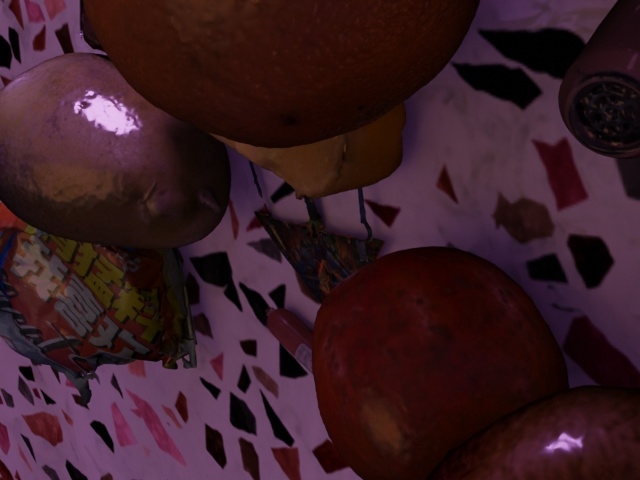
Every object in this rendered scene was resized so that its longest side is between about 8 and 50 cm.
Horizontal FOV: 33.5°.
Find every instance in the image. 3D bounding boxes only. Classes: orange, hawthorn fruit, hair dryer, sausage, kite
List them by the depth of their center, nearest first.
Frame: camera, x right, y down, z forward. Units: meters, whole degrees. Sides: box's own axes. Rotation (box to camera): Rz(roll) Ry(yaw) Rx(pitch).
[{"bbox_3d":[0.217,-0.055,0.564,0.182,0.117,0.064,40,140,0],"label":"hair dryer"},{"bbox_3d":[-0.029,-0.186,0.654,0.264,0.264,0.264,28,131,39],"label":"orange"},{"bbox_3d":[0.079,0.092,0.753,0.189,0.189,0.189,28,131,39],"label":"hawthorn fruit"},{"bbox_3d":[0.000,0.000,0.925,0.183,0.010,0.160,15,125,50],"label":"kite"},{"bbox_3d":[0.023,0.129,0.955,0.223,0.029,0.029,41,138,29],"label":"sausage"}]

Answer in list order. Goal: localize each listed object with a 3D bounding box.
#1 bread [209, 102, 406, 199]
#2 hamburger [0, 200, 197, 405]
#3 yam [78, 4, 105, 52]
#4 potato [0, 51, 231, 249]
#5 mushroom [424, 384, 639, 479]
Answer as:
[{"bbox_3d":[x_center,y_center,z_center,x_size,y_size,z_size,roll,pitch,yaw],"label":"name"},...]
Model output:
[{"bbox_3d":[-0.038,-0.121,0.835,0.246,0.094,0.102,34,125,34],"label":"bread"},{"bbox_3d":[-0.251,0.030,1.160,0.276,0.150,0.260,-20,113,35],"label":"hamburger"},{"bbox_3d":[-0.162,-0.227,0.939,0.079,0.079,0.141,52,141,16],"label":"yam"},{"bbox_3d":[-0.186,-0.074,0.969,0.251,0.159,0.174,23,89,24],"label":"potato"},{"bbox_3d":[0.167,0.236,0.571,0.334,0.331,0.356,34,177,-8],"label":"mushroom"}]
